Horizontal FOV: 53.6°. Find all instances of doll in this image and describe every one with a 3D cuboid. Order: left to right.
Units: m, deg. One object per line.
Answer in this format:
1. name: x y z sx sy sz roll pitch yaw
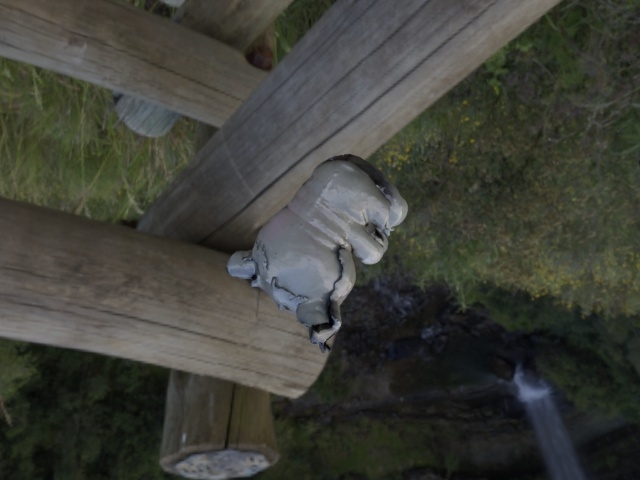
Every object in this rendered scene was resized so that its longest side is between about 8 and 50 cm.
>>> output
1. doll: 0.000 0.000 0.652 0.149 0.192 0.095 29 171 25

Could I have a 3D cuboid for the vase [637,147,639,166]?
1. vase: 0.370 -0.084 0.673 0.059 0.059 0.167 -29 177 27
